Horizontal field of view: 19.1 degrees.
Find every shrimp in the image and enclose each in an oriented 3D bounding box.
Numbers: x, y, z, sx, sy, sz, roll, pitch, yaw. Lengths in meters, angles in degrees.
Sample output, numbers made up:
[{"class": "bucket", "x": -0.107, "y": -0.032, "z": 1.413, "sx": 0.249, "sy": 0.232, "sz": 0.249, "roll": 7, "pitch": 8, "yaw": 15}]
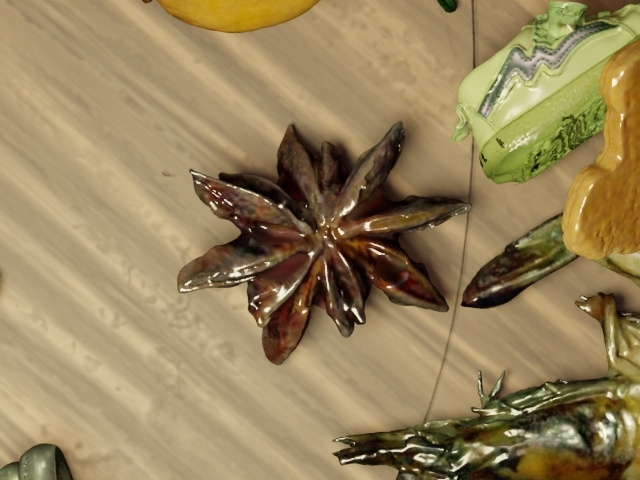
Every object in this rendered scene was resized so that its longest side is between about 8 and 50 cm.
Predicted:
[{"class": "shrimp", "x": 0.216, "y": 0.113, "z": 1.787, "sx": 0.445, "sy": 0.085, "sz": 0.272, "roll": -17, "pitch": 85, "yaw": -5}]

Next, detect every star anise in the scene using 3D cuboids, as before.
[{"class": "star anise", "x": 0.001, "y": -0.004, "z": 1.756, "sx": 0.283, "sy": 0.129, "sz": 0.212, "roll": -19, "pitch": 94, "yaw": -4}]

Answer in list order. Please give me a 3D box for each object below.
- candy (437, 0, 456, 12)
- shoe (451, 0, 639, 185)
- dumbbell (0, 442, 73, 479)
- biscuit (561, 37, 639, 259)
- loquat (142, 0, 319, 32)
[{"class": "candy", "x": 0.049, "y": -0.357, "z": 1.788, "sx": 0.097, "sy": 0.097, "sz": 0.323, "roll": -28, "pitch": 99, "yaw": -2}, {"class": "shoe", "x": 0.239, "y": -0.159, "z": 1.756, "sx": 0.262, "sy": 0.140, "sz": 0.128, "roll": -39, "pitch": 87, "yaw": -4}, {"class": "dumbbell", "x": -0.369, "y": 0.304, "z": 1.715, "sx": 0.406, "sy": 0.179, "sz": 0.179, "roll": -14, "pitch": 91, "yaw": -3}, {"class": "biscuit", "x": 0.365, "y": -0.096, "z": 1.738, "sx": 0.376, "sy": 0.051, "sz": 0.269, "roll": -31, "pitch": 120, "yaw": -19}, {"class": "loquat", "x": -0.074, "y": -0.300, "z": 1.718, "sx": 0.238, "sy": 0.193, "sz": 0.238, "roll": 0, "pitch": 97, "yaw": -4}]
